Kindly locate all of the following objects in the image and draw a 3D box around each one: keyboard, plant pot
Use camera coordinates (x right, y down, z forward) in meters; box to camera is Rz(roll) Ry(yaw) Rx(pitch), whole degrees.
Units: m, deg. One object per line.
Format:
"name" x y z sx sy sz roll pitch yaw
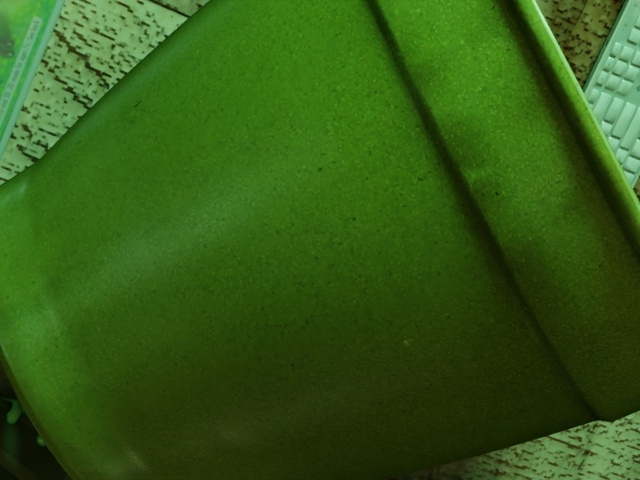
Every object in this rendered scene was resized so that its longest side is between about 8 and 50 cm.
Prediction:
"keyboard" 0.202 -0.061 1.119 0.072 0.014 0.256 19 104 -19
"plant pot" 0.000 0.000 0.936 0.353 0.366 0.366 -28 114 10

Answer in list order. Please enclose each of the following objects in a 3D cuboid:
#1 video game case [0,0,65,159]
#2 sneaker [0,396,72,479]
"video game case" -0.265 -0.146 0.968 0.193 0.023 0.212 20 104 -19
"sneaker" -0.228 0.153 1.055 0.182 0.158 0.410 -32 116 -35
